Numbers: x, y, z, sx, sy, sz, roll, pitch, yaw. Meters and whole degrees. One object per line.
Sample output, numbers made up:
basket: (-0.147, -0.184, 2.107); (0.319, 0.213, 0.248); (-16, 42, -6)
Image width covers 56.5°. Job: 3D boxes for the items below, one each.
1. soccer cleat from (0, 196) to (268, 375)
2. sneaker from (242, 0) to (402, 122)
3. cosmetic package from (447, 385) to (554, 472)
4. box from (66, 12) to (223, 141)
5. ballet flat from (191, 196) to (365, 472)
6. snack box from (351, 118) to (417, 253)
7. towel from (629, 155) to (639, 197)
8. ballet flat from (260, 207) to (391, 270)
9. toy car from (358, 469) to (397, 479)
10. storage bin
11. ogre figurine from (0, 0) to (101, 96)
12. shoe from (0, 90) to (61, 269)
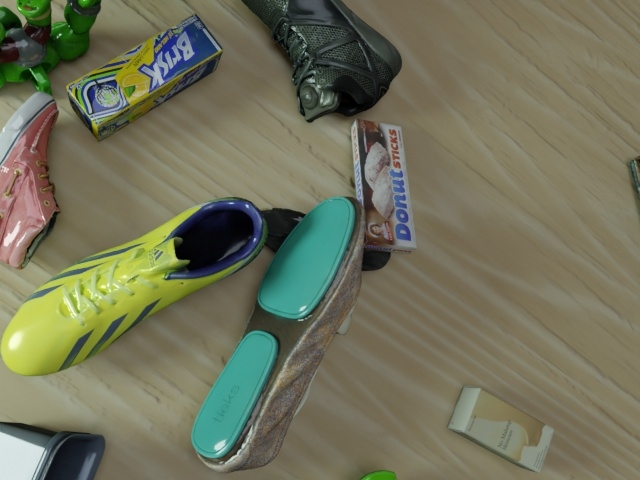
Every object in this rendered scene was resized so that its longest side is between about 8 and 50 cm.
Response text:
soccer cleat: (-0.182, 0.036, 0.597); (0.289, 0.121, 0.093); (-30, 90, -20)
sneaker: (-0.018, -0.232, 0.719); (0.228, 0.087, 0.130); (36, 65, -14)
cosmetic package: (0.221, 0.230, 0.730); (0.115, 0.041, 0.060); (29, 73, -11)
box: (-0.194, -0.183, 0.668); (0.169, 0.059, 0.054); (-39, 95, -20)
ballet flat: (-0.027, 0.102, 0.650); (0.106, 0.108, 0.315); (41, 76, -45)
snack box: (0.075, -0.069, 0.725); (0.064, 0.022, 0.178); (7, 60, -17)
towel: (0.617, 0.038, 0.895); (0.272, 0.040, 0.369); (-8, 80, -20)
ballet flat: (0.000, 0.000, 0.711); (0.173, 0.049, 0.057); (16, 104, -9)
toy car: (0.076, 0.365, 0.651); (0.239, 0.053, 0.224); (-7, 79, -23)
storage bin: (-0.276, 0.233, 0.554); (0.091, 0.098, 0.135); (15, 74, 14)
ogre figurine: (-0.310, -0.204, 0.605); (0.097, 0.118, 0.197); (39, 69, -3)
shoe: (-0.298, -0.061, 0.614); (0.081, 0.063, 0.177); (29, 78, -12)
